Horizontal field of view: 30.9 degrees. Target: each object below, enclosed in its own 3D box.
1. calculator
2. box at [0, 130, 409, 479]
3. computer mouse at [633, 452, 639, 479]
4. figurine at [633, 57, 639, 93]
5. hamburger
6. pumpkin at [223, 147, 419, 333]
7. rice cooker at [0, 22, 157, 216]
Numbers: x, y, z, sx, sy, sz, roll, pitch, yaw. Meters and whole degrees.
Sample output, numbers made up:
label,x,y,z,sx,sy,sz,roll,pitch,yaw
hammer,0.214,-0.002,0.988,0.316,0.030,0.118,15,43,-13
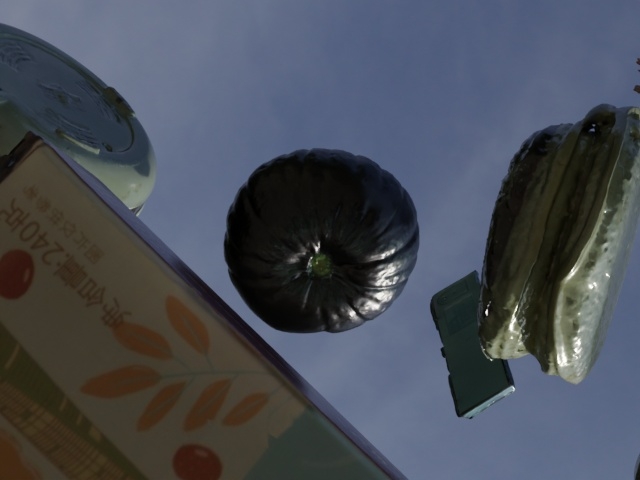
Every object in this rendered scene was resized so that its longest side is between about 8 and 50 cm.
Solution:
label,x,y,z,sx,sy,sz,roll,pitch,yaw
calculator,0.128,0.088,0.999,0.057,0.018,0.172,-37,-154,16
box,-0.122,0.202,0.592,0.385,0.122,0.344,43,-94,10
computer mouse,0.466,0.213,1.119,0.330,0.197,0.095,-26,-139,18
figurine,0.481,-0.139,1.278,0.284,0.206,0.316,31,-47,7
hamburger,0.121,0.001,0.573,0.062,0.133,0.140,15,-64,20
pumpkin,0.000,0.000,1.168,0.201,0.140,0.202,0,-64,1
rice cooker,-0.339,-0.053,1.203,0.277,0.288,0.288,-50,-118,17
